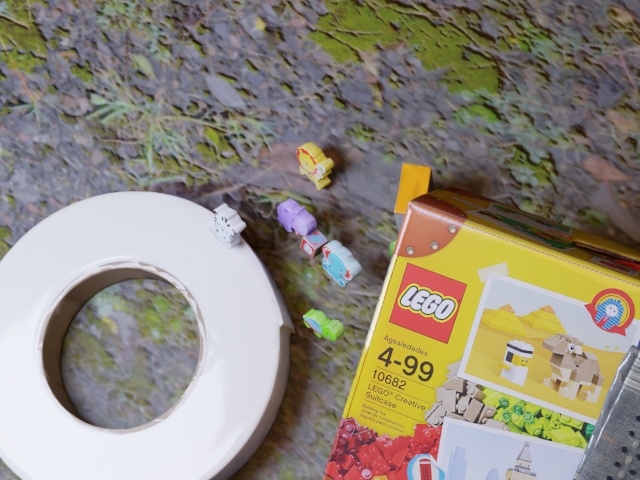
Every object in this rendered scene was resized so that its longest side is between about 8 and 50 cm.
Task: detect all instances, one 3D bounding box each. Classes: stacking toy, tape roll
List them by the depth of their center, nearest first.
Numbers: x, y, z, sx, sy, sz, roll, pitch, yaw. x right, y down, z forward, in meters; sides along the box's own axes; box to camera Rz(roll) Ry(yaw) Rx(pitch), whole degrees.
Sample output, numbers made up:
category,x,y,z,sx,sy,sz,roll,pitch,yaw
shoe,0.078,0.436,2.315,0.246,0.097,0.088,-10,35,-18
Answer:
category,x,y,z,sx,sy,sz,roll,pitch,yaw
stacking toy,0.000,0.000,1.813,0.167,0.052,0.221,-36,71,-30
tape roll,-0.228,0.133,1.850,0.392,0.072,0.392,-3,76,10

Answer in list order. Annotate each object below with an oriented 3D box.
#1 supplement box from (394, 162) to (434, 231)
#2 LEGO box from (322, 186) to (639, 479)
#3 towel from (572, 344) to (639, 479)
category,x,y,z,sx,sy,sz,roll,pitch,yaw
supplement box,0.111,-0.047,1.818,0.036,0.098,0.062,9,77,9
LEGO box,0.292,0.202,1.615,0.500,0.193,0.372,20,102,15
towel,0.403,0.248,1.464,0.324,0.056,0.312,26,107,10
